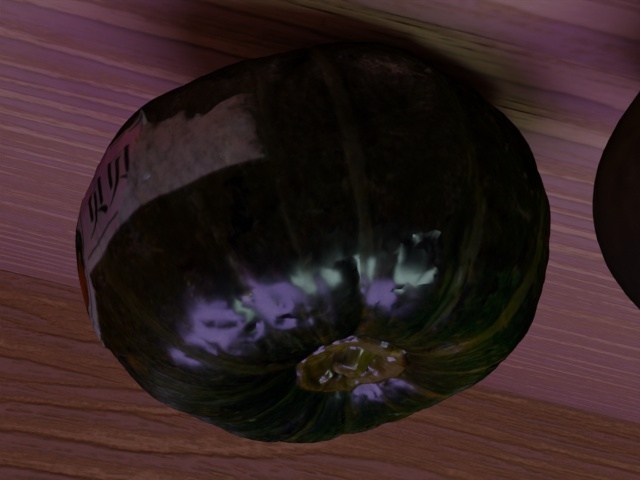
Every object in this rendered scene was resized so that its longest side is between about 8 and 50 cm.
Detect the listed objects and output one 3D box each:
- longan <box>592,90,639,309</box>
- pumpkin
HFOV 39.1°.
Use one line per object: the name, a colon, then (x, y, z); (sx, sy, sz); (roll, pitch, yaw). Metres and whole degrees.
longan: (0.203, -0.009, 0.353); (0.187, 0.167, 0.167); (30, 180, 39)
pumpkin: (-0.001, -0.003, 0.510); (0.260, 0.189, 0.260); (-7, 149, -4)
